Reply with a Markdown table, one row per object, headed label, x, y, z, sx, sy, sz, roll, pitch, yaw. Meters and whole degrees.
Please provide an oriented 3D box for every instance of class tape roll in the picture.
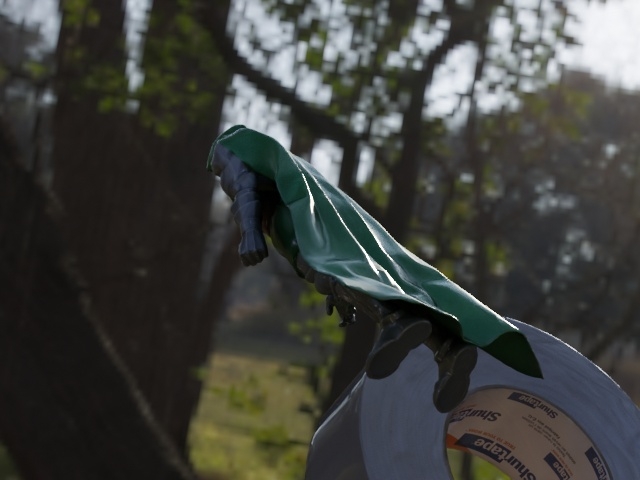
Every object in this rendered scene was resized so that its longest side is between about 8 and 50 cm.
| label | x | y | z | sx | sy | sz | roll | pitch | yaw |
| --- | --- | --- | --- | --- | --- | --- | --- | --- | --- |
| tape roll | 0.103 | 0.150 | 1.014 | 0.219 | 0.219 | 0.072 | 13 | -43 | -24 |

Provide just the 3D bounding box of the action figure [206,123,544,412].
| label | x | y | z | sx | sy | sz | roll | pitch | yaw |
| --- | --- | --- | --- | --- | --- | --- | --- | --- | --- |
| action figure | 0.000 | 0.000 | 0.891 | 0.137 | 0.063 | 0.232 | 31 | 9 | -39 |
